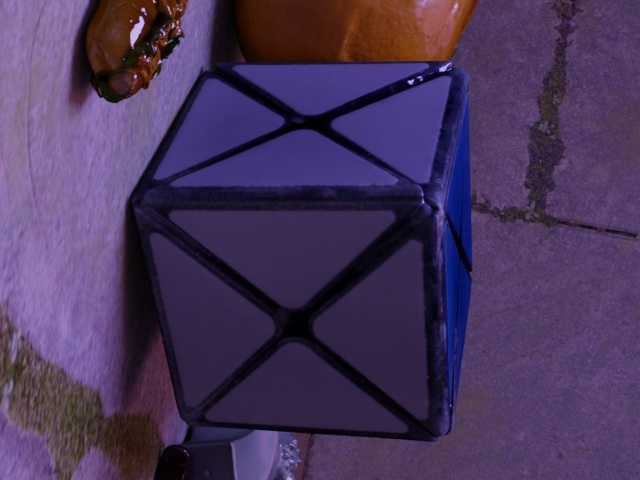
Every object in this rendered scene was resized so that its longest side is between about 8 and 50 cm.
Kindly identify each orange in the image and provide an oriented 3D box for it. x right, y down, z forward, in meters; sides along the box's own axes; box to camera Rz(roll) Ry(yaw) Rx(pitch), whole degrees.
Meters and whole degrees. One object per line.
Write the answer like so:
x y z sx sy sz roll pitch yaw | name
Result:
0.036 -0.246 1.271 0.261 0.261 0.261 11 90 -85 | orange

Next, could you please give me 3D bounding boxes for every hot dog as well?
-0.112 -0.169 0.867 0.072 0.055 0.188 90 13 -56 | hot dog

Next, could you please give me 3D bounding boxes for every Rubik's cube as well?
0.000 0.000 1.144 0.259 0.255 0.260 -72 161 -57 | Rubik's cube

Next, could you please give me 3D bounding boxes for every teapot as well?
-0.150 0.256 1.370 0.068 0.045 0.100 -75 174 -52 | teapot

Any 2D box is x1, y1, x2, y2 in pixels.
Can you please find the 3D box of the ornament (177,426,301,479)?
-0.094 0.258 1.532 0.285 0.130 0.120 72 16 -79 | ornament
